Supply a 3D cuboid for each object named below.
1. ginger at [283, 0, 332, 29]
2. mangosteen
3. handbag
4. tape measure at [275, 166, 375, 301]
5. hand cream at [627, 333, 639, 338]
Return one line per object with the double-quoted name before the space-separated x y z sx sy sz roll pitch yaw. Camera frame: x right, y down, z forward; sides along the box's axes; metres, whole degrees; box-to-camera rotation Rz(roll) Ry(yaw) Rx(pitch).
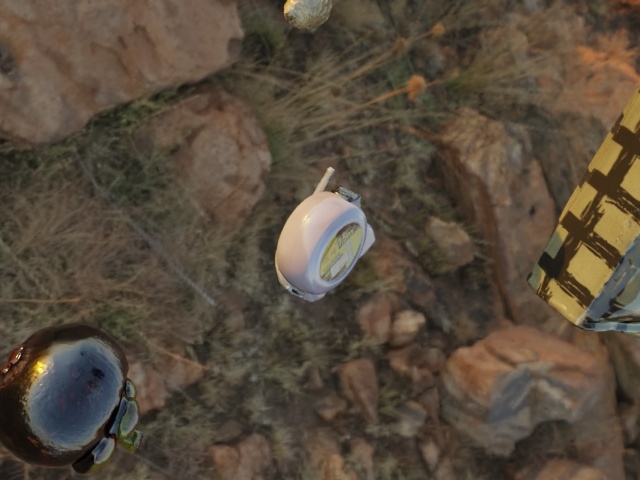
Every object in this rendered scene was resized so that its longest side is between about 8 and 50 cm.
"ginger" 0.023 -0.318 0.982 0.065 0.149 0.258 35 37 -3
"mangosteen" -0.454 0.305 1.669 0.302 0.275 0.275 42 48 -22
"handbag" 0.480 -0.031 1.166 0.327 0.325 0.162 6 30 -36
"tape measure" 0.001 -0.004 1.529 0.196 0.105 0.178 -45 148 -25
"hand cream" 0.550 0.140 1.344 0.086 0.235 0.055 -57 163 -27
